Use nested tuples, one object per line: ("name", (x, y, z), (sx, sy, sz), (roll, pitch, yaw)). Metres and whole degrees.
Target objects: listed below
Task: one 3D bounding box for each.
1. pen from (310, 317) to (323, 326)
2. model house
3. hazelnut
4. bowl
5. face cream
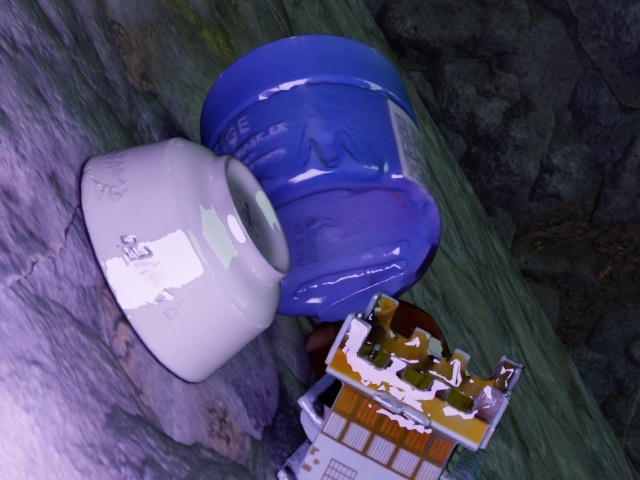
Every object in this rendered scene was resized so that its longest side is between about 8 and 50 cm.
("pen", (-0.015, 0.065, 1.962), (0.233, 0.032, 0.040), (59, -10, -27))
("model house", (0.078, 0.195, 1.657), (0.198, 0.215, 0.224), (26, 10, 7))
("hazelnut", (0.073, 0.153, 1.887), (0.170, 0.160, 0.201), (60, -18, 0))
("bowl", (-0.111, 0.003, 1.492), (0.238, 0.126, 0.238), (58, 16, -27))
("face cream", (-0.002, -0.066, 1.775), (0.249, 0.249, 0.225), (51, 17, -43))
